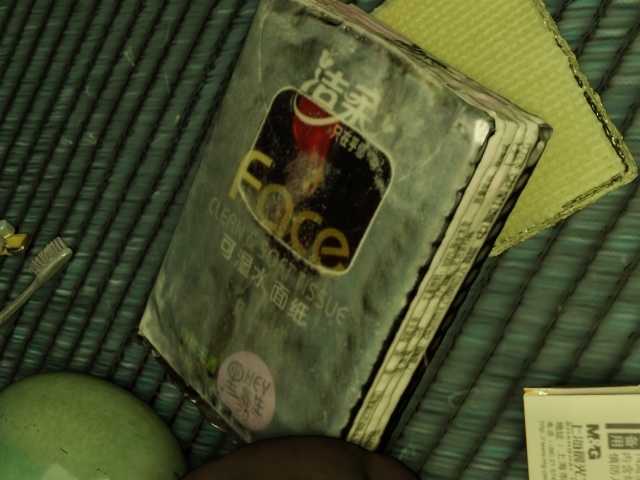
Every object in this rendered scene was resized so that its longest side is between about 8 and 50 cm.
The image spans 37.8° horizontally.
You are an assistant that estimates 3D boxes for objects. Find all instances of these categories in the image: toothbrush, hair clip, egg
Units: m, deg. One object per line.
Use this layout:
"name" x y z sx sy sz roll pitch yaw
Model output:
"toothbrush" -0.398 0.112 1.068 0.321 0.023 0.031 -44 69 9
"hair clip" -0.436 0.004 1.113 0.214 0.056 0.062 -11 48 30
"egg" -0.231 0.219 0.905 0.237 0.169 0.169 19 96 30

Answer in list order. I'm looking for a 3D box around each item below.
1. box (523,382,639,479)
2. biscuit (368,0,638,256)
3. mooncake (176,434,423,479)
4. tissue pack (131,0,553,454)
"box" 0.263 0.231 0.653 0.221 0.091 0.273 -4 84 30
"biscuit" 0.141 -0.121 0.777 0.147 0.046 0.250 -34 71 27
"mooncake" -0.019 0.292 0.707 0.283 0.283 0.141 -58 27 14
"tissue pack" 0.000 0.000 0.784 0.259 0.122 0.361 40 117 31
